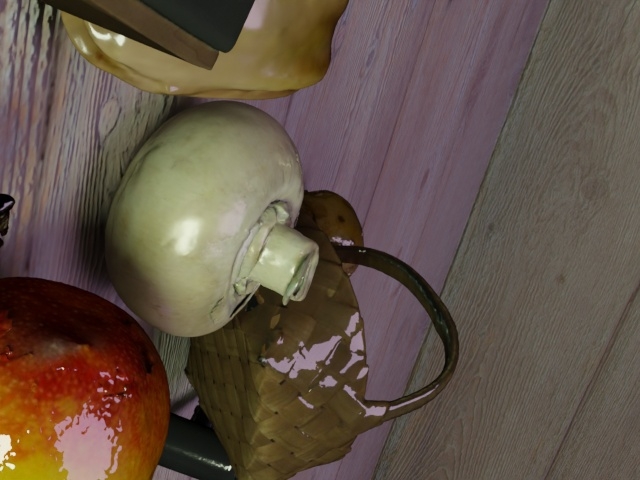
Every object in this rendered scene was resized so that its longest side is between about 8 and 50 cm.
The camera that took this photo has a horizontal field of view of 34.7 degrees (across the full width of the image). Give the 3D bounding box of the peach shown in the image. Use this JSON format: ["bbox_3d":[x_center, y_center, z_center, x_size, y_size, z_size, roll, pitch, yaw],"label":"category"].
[{"bbox_3d":[-0.229,0.141,0.798,0.231,0.231,0.231,-56,162,-29],"label":"peach"}]

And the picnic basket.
[{"bbox_3d":[0.012,0.112,1.268,0.337,0.293,0.337,-19,140,-16],"label":"picnic basket"}]

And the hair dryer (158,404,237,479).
[{"bbox_3d":[-0.138,0.238,1.404,0.255,0.128,0.070,-56,165,-64],"label":"hair dryer"}]

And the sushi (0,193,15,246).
[{"bbox_3d":[-0.258,-0.005,0.679,0.084,0.098,0.094,-52,164,-32],"label":"sushi"}]

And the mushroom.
[{"bbox_3d":[-0.095,-0.010,1.011,0.246,0.202,0.246,-56,172,-12],"label":"mushroom"}]

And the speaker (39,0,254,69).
[{"bbox_3d":[-0.142,-0.218,0.579,0.153,0.193,0.231,-65,160,3],"label":"speaker"}]

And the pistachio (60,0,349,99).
[{"bbox_3d":[-0.091,-0.219,0.818,0.261,0.163,0.212,-10,86,-48],"label":"pistachio"}]

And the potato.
[{"bbox_3d":[0.000,0.000,1.452,0.137,0.137,0.176,-63,167,-6],"label":"potato"}]
